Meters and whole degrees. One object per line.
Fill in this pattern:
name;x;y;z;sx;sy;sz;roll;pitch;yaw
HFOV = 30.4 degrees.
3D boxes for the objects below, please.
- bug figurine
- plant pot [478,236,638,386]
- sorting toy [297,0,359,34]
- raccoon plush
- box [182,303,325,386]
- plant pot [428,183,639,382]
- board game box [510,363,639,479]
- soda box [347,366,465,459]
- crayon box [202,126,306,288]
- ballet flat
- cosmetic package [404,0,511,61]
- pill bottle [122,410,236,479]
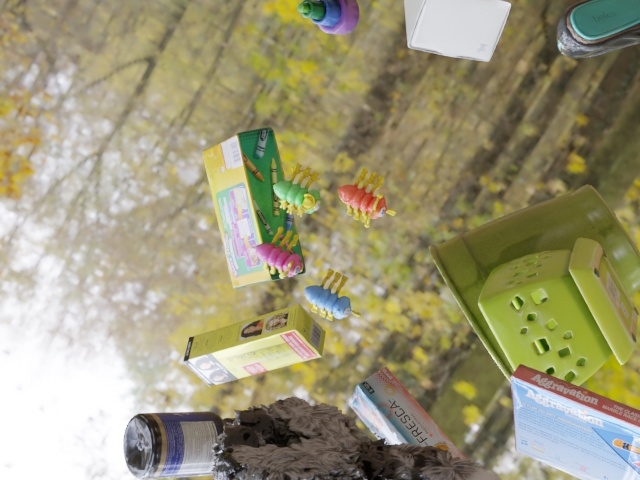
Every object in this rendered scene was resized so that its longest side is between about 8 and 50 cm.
bug figurine;0.000;0.000;2.024;0.216;0.279;0.072;22;-163;14
plant pot;0.434;0.130;2.098;0.227;0.207;0.228;60;-157;-6
sorting toy;0.072;-0.464;1.758;0.126;0.365;0.127;-5;-131;-48
raccoon plush;0.009;0.415;1.595;0.446;0.299;0.216;17;-154;30
box;-0.111;0.178;1.974;0.087;0.232;0.058;50;-146;-37
plant pot;0.470;0.074;2.425;0.366;0.353;0.366;55;-171;-13
board game box;0.350;0.243;1.345;0.281;0.027;0.145;21;142;30
soda box;0.124;0.277;1.718;0.063;0.058;0.183;-27;-115;-34
crayon box;-0.127;-0.057;2.216;0.081;0.278;0.165;-13;179;-30
ballet flat;0.452;-0.319;1.652;0.096;0.280;0.095;109;145;-70
cosmetic package;0.231;-0.461;2.059;0.153;0.129;0.296;8;-134;-10
pill bottle;-0.248;0.383;2.213;0.219;0.123;0.123;5;-153;-38
